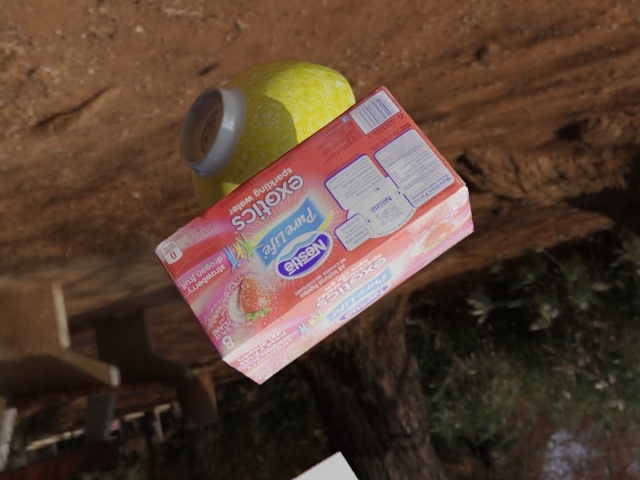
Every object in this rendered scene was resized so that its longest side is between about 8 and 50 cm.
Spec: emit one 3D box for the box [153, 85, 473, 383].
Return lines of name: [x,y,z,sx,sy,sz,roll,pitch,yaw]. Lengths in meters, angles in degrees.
box: [0.000,0.000,0.978,0.300,0.154,0.142,-36,157,-1]

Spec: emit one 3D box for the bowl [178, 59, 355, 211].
bowl: [-0.100,-0.133,1.262,0.156,0.290,0.289,20,155,-34]

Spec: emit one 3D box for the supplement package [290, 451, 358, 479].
supplement package: [-0.020,0.412,0.979,0.199,0.263,0.198,-22,161,-39]
